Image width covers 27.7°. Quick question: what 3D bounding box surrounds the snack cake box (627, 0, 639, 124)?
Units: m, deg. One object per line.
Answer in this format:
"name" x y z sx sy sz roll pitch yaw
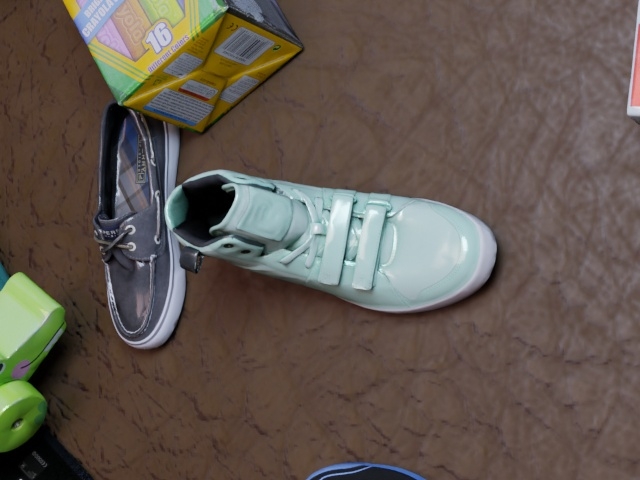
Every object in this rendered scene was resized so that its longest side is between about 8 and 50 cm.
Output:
"snack cake box" 0.310 -0.205 0.906 0.152 0.089 0.264 6 87 28

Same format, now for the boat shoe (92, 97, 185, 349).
"boat shoe" -0.168 -0.019 1.154 0.080 0.076 0.229 1 84 29

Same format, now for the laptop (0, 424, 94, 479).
"laptop" -0.306 0.321 1.225 0.264 0.136 0.234 -45 63 -11

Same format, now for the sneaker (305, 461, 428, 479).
"sneaker" 0.072 0.228 0.982 0.232 0.090 0.081 15 91 29

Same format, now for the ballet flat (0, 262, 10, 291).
"ballet flat" -0.354 0.000 1.256 0.068 0.072 0.213 -30 72 17

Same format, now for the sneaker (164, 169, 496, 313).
"sneaker" 0.000 0.000 1.016 0.255 0.151 0.094 5 85 28

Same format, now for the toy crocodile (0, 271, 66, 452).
"toy crocodile" -0.354 0.175 1.154 0.115 0.105 0.340 41 91 27

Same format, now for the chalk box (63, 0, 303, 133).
"chalk box" -0.139 -0.223 1.133 0.132 0.132 0.213 -39 66 19
